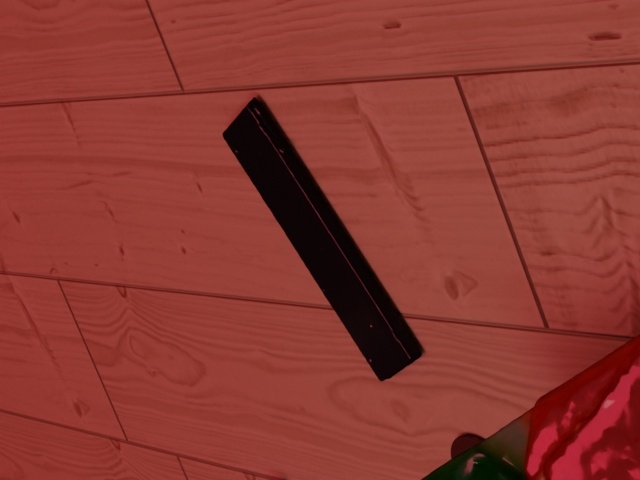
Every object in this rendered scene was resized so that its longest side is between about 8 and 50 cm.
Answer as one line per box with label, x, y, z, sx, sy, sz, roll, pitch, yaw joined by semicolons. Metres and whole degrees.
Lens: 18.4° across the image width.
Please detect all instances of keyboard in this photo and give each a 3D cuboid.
keyboard;0.000;0.000;2.001;0.309;0.018;0.101;57;153;6

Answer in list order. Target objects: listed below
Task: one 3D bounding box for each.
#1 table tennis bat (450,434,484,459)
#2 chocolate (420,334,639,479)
table tennis bat;0.174;0.263;1.972;0.087;0.013;0.156;-4;111;57
chocolate;0.263;0.290;1.540;0.341;0.161;0.360;-40;66;40
